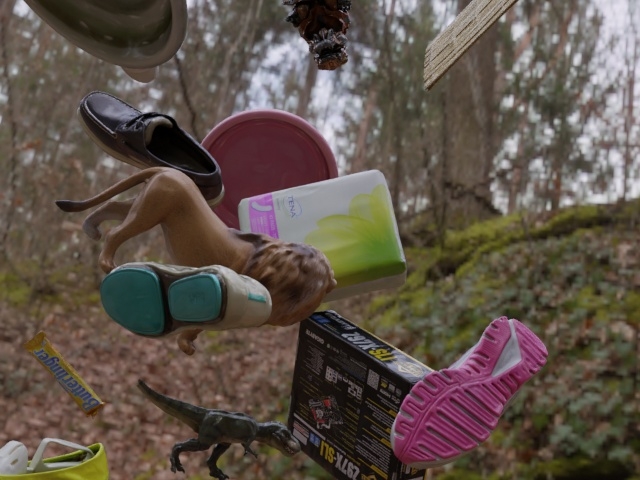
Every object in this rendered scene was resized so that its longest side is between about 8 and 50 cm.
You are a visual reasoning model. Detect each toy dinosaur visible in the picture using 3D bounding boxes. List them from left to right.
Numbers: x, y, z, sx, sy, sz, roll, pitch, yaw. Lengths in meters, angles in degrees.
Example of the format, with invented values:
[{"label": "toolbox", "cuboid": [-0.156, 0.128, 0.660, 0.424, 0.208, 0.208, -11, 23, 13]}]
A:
[{"label": "toy dinosaur", "cuboid": [-0.170, 0.304, 1.674, 0.268, 0.118, 0.064, 20, 5, -12]}, {"label": "toy dinosaur", "cuboid": [-0.016, -0.433, 1.869, 0.164, 0.322, 0.218, -31, -41, -3]}]

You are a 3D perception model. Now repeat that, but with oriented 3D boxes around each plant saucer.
[{"label": "plant saucer", "cuboid": [-0.330, -0.432, 1.563, 0.400, 0.100, 0.400, 29, -30, 19]}, {"label": "plant saucer", "cuboid": [-0.124, -0.142, 2.476, 0.332, 0.332, 0.084, 13, 19, -6]}]

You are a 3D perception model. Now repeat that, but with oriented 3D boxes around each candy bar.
[{"label": "candy bar", "cuboid": [-0.403, 0.214, 1.728, 0.161, 0.040, 0.018, 50, 0, -6]}]

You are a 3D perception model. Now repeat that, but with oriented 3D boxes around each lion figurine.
[{"label": "lion figurine", "cuboid": [-0.181, 0.005, 1.630, 0.392, 0.240, 0.142, 44, 5, -7]}]

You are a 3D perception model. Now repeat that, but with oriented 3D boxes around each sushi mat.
[{"label": "sushi mat", "cuboid": [0.293, -0.413, 2.008, 0.019, 0.151, 0.316, 28, -47, -20]}]

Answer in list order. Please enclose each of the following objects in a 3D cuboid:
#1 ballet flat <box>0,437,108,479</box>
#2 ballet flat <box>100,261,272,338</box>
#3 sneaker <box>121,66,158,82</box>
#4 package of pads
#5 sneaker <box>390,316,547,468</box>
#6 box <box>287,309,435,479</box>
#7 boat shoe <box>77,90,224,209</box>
[{"label": "ballet flat", "cuboid": [-0.383, 0.301, 1.444, 0.231, 0.077, 0.077, 5, 5, -41]}, {"label": "ballet flat", "cuboid": [-0.142, 0.063, 1.165, 0.086, 0.086, 0.248, 31, -19, -37]}, {"label": "sneaker", "cuboid": [-0.371, -0.369, 2.103, 0.087, 0.092, 0.229, -6, -30, 8]}, {"label": "package of pads", "cuboid": [0.000, 0.000, 2.061, 0.296, 0.229, 0.101, -12, -33, 3]}, {"label": "sneaker", "cuboid": [0.172, 0.200, 1.315, 0.103, 0.252, 0.111, 45, -39, 17]}, {"label": "box", "cuboid": [0.066, 0.296, 1.921, 0.079, 0.257, 0.322, -7, 21, -35]}, {"label": "boat shoe", "cuboid": [-0.263, -0.159, 1.721, 0.285, 0.103, 0.092, 39, -39, 14]}]
